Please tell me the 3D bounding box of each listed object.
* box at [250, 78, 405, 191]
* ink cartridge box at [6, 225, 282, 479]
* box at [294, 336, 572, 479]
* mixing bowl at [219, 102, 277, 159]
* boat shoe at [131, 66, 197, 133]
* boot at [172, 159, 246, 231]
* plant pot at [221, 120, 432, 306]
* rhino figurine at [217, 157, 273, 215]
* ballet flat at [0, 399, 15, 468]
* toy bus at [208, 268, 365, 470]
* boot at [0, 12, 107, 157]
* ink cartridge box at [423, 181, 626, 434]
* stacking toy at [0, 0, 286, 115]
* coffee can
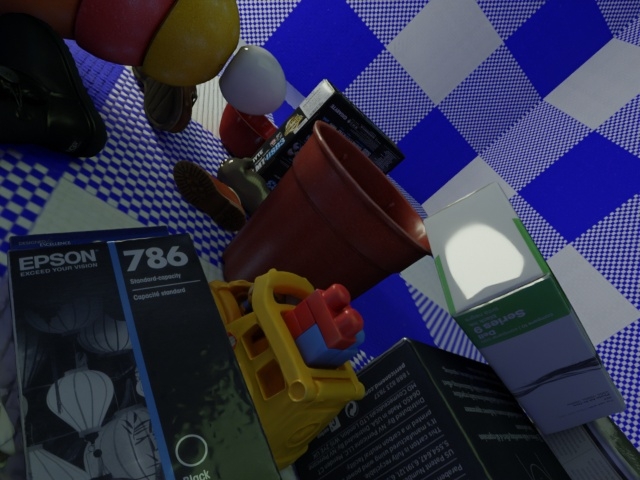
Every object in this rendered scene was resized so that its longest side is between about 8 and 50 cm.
[{"bbox_3d":[0.009,-0.178,1.085,0.295,0.293,0.073,27,29,-45],"label":"box"},{"bbox_3d":[-0.172,0.090,0.406,0.165,0.065,0.333,-8,50,-33],"label":"ink cartridge box"},{"bbox_3d":[0.183,0.350,0.527,0.293,0.212,0.395,28,26,-46],"label":"box"},{"bbox_3d":[-0.181,-0.258,1.133,0.181,0.098,0.181,40,19,-17],"label":"mixing bowl"},{"bbox_3d":[-0.304,-0.317,0.961,0.104,0.110,0.307,25,29,-46],"label":"boat shoe"},{"bbox_3d":[-0.199,-0.089,0.828,0.158,0.059,0.085,47,13,-28],"label":"boot"},{"bbox_3d":[0.000,0.000,0.748,0.272,0.265,0.272,40,20,-18],"label":"plant pot"},{"bbox_3d":[-0.118,-0.080,0.953,0.243,0.073,0.106,46,15,-9],"label":"rhino figurine"},{"bbox_3d":[-0.221,0.153,0.268,0.086,0.086,0.248,24,31,-50],"label":"ballet flat"},{"bbox_3d":[-0.050,0.107,0.509,0.149,0.211,0.220,21,30,-50],"label":"toy bus"},{"bbox_3d":[-0.400,-0.211,0.558,0.246,0.094,0.207,57,16,8],"label":"boot"},{"bbox_3d":[0.278,0.097,0.641,0.289,0.121,0.211,49,23,-27],"label":"ink cartridge box"},{"bbox_3d":[-0.257,-0.386,0.777,0.480,0.350,0.351,34,22,-23],"label":"stacking toy"},{"bbox_3d":[0.347,0.386,0.713,0.201,0.275,0.201,41,20,-18],"label":"coffee can"}]
